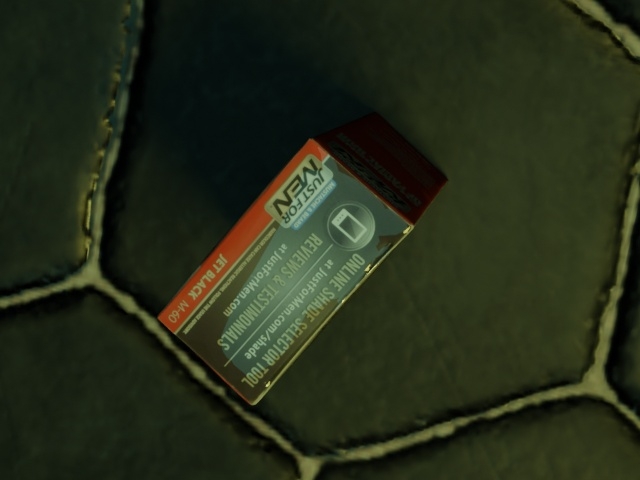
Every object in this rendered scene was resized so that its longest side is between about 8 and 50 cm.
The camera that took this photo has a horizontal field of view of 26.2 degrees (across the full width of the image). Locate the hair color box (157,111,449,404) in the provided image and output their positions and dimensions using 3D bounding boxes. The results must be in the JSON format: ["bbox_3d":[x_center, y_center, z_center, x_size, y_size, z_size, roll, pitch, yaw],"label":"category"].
[{"bbox_3d":[0.000,0.000,0.575,0.053,0.167,0.093,41,102,1],"label":"hair color box"}]
